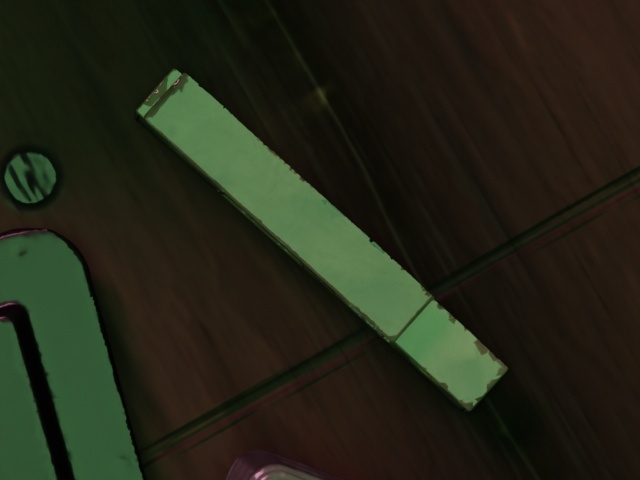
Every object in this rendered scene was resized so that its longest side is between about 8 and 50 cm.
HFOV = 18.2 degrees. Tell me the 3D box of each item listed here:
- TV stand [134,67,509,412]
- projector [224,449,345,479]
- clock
[{"bbox_3d":[0.000,0.000,1.088,0.249,0.042,0.036,42,85,2],"label":"TV stand"},{"bbox_3d":[0.002,0.258,1.040,0.192,0.099,0.257,21,87,-9],"label":"projector"},{"bbox_3d":[-0.230,0.153,1.082,0.279,0.049,0.273,-17,88,0],"label":"clock"}]
